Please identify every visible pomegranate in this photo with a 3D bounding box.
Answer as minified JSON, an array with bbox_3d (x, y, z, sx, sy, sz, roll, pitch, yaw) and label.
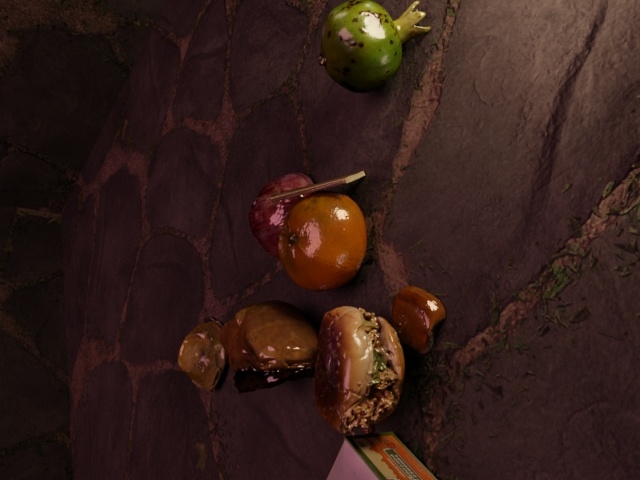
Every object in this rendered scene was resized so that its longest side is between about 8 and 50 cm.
[{"bbox_3d":[0.118,-0.451,1.285,0.263,0.211,0.210,-20,58,2],"label":"pomegranate"}]

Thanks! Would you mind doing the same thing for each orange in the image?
[{"bbox_3d":[0.000,0.000,1.314,0.240,0.171,0.239,-19,65,48],"label":"orange"}]

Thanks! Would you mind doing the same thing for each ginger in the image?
[{"bbox_3d":[-0.109,0.246,1.365,0.269,0.201,0.222,-34,61,46],"label":"ginger"}]

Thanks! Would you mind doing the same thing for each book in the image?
[{"bbox_3d":[-0.006,-0.128,1.337,0.199,0.138,0.016,-12,99,25],"label":"book"}]

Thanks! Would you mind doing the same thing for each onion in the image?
[{"bbox_3d":[-0.130,-0.060,1.536,0.284,0.120,0.226,-31,53,44],"label":"onion"}]

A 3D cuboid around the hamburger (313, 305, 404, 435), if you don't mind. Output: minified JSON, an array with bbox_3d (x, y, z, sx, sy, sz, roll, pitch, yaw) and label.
[{"bbox_3d":[0.066,0.271,1.148,0.285,0.146,0.243,-101,27,-44],"label":"hamburger"}]

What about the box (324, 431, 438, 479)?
[{"bbox_3d":[0.119,0.499,1.064,0.195,0.148,0.177,37,109,49],"label":"box"}]

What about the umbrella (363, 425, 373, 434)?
[{"bbox_3d":[0.104,0.358,1.217,0.027,0.025,0.165,126,148,-75],"label":"umbrella"}]

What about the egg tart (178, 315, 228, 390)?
[{"bbox_3d":[-0.378,0.356,1.767,0.231,0.099,0.252,-51,42,26],"label":"egg tart"}]

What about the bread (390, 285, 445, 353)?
[{"bbox_3d":[0.188,0.161,1.146,0.129,0.044,0.126,22,100,48],"label":"bread"}]
